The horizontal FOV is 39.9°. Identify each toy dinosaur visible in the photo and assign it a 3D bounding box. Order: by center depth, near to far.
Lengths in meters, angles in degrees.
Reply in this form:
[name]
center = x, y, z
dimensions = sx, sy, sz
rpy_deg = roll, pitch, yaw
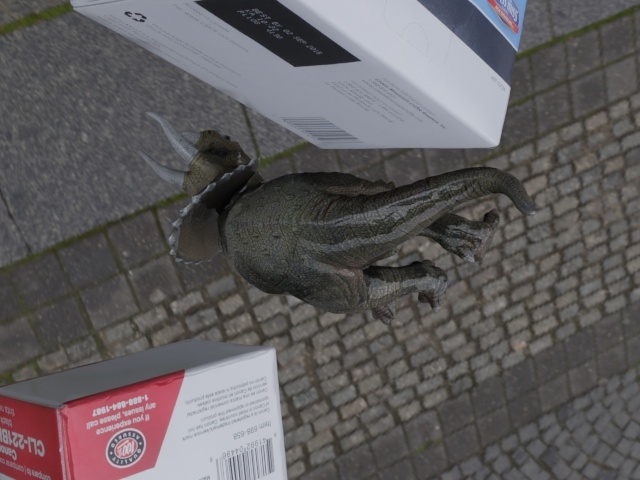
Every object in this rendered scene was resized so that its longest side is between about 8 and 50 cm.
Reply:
[toy dinosaur]
center = 0.000, 0.000, 0.529
dimensions = 0.160, 0.313, 0.121
rpy_deg = 4, 99, -26

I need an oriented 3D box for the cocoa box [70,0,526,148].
[cocoa box]
center = 0.006, -0.244, 0.781
dimensions = 0.347, 0.231, 0.228
rpy_deg = 23, 76, -49

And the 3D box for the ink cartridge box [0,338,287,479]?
[ink cartridge box]
center = -0.127, 0.230, 0.682
dimensions = 0.197, 0.114, 0.273
rpy_deg = -9, 95, -45
